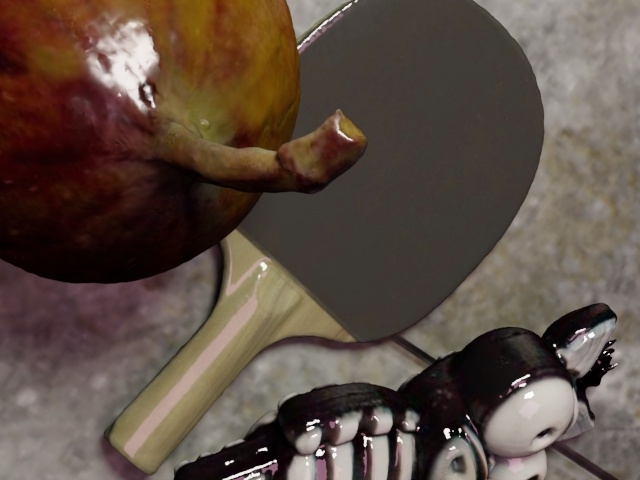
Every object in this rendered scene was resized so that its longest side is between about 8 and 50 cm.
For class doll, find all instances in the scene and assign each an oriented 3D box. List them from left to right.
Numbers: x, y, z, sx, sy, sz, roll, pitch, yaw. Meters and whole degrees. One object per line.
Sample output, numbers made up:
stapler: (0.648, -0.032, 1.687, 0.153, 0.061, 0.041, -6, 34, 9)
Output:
doll: (0.042, 0.087, 0.699, 0.219, 0.067, 0.091, -18, 138, -19)

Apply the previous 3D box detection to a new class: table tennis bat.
table tennis bat: (0.000, 0.000, 0.686, 0.246, 0.022, 0.138, -49, 117, -6)

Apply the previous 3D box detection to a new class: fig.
fig: (-0.075, -0.046, 0.568, 0.148, 0.202, 0.149, -18, 146, -4)
